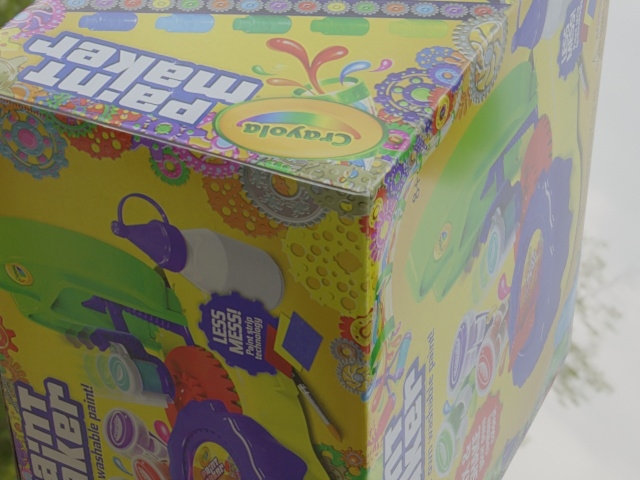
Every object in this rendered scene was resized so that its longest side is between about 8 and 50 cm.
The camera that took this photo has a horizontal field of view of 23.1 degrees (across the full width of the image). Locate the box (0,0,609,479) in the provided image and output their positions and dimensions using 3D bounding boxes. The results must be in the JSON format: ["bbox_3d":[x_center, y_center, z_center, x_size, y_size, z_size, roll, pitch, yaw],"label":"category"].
[{"bbox_3d":[0.000,0.000,0.709,0.177,0.279,0.290,16,-48,21],"label":"box"}]
